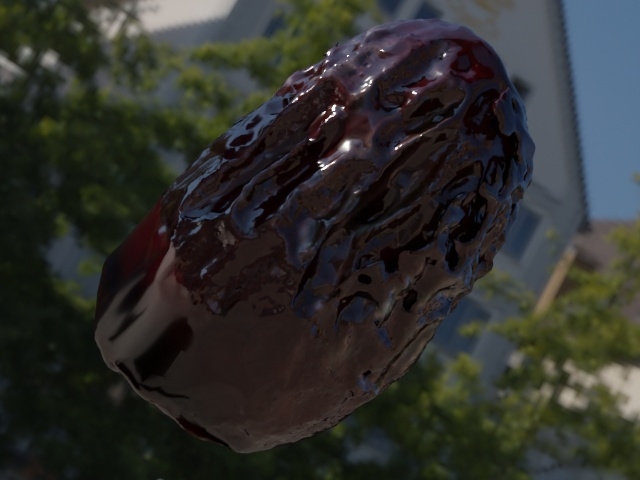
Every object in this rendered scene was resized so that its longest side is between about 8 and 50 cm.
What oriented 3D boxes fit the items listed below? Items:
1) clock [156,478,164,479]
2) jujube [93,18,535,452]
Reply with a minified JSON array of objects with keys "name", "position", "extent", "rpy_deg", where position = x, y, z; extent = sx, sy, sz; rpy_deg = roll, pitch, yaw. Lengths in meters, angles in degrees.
[{"name":"clock","position":[-0.194,0.364,1.541],"extent":[0.061,0.313,0.312],"rpy_deg":[30,-15,-8]},{"name":"jujube","position":[0.000,0.000,1.311],"extent":[0.258,0.376,0.258],"rpy_deg":[51,-11,14]}]
